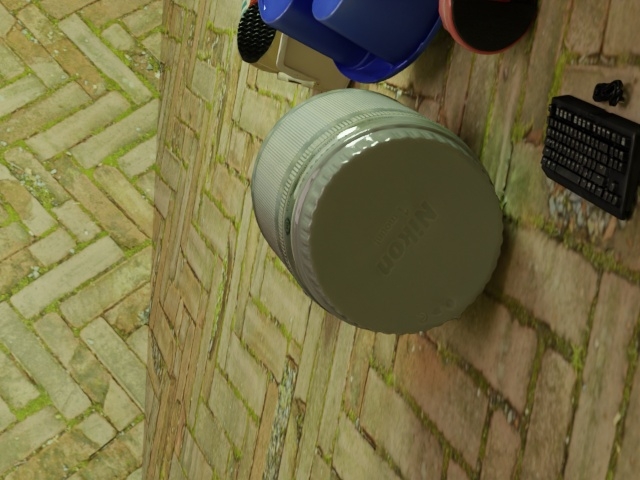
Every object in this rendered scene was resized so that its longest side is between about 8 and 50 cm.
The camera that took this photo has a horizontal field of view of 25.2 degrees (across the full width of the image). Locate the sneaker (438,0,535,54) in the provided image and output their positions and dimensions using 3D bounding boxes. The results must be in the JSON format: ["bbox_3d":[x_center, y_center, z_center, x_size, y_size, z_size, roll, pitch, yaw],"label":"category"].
[{"bbox_3d":[0.164,-0.351,1.454,0.136,0.115,0.314,-138,56,-71],"label":"sneaker"}]

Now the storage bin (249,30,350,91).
[{"bbox_3d":[-0.017,-0.360,2.122,0.262,0.123,0.260,-146,66,-73],"label":"storage bin"}]

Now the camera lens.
[{"bbox_3d":[0.052,-0.036,1.493,0.274,0.219,0.219,-132,53,-71],"label":"camera lens"}]

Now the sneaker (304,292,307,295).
[{"bbox_3d":[0.000,0.000,1.949,0.068,0.071,0.170,-112,34,-63],"label":"sneaker"}]

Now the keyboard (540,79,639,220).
[{"bbox_3d":[0.235,-0.090,1.239,0.180,0.023,0.108,-132,53,-70],"label":"keyboard"}]

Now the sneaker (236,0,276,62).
[{"bbox_3d":[-0.085,-0.328,2.042,0.075,0.057,0.161,82,-166,-85],"label":"sneaker"}]

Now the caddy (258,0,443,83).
[{"bbox_3d":[0.071,-0.361,1.708,0.241,0.179,0.341,10,85,54],"label":"caddy"}]
